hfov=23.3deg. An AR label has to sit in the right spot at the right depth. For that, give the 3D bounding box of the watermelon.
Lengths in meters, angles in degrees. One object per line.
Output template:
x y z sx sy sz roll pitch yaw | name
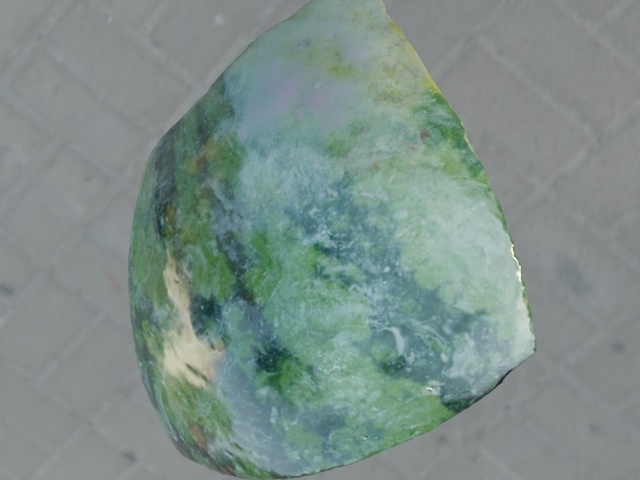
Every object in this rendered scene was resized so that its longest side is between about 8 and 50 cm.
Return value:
0.000 0.000 0.910 0.256 0.176 0.260 -5 117 23 | watermelon
